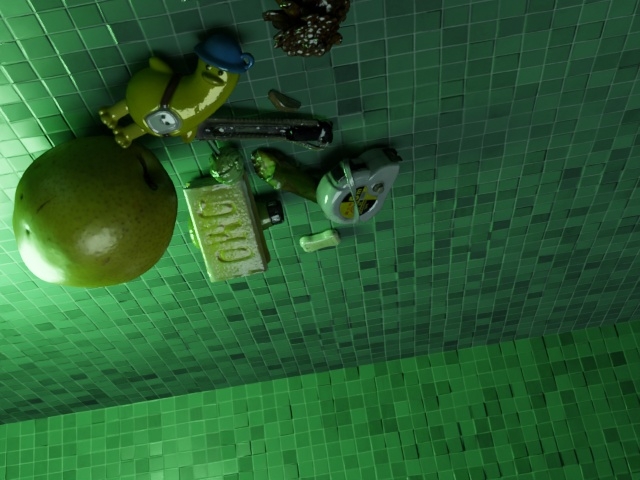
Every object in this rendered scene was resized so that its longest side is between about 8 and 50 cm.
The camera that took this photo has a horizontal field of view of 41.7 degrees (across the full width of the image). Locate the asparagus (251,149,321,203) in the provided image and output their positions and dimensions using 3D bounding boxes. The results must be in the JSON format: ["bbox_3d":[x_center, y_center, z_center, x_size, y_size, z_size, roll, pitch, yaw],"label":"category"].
[{"bbox_3d":[-0.048,-0.152,2.244,0.343,0.085,0.082,26,113,-43],"label":"asparagus"}]

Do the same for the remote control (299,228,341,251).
[{"bbox_3d":[0.000,0.000,2.581,0.122,0.032,0.074,-14,151,11],"label":"remote control"}]

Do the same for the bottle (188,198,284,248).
[{"bbox_3d":[-0.230,-0.053,2.334,0.260,0.112,0.112,-13,151,7],"label":"bottle"}]

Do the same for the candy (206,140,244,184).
[{"bbox_3d":[-0.274,-0.250,2.011,0.093,0.092,0.335,-50,143,-13],"label":"candy"}]

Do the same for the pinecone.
[{"bbox_3d":[-0.023,-0.447,1.610,0.150,0.195,0.179,21,180,16],"label":"pinecone"}]

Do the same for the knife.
[{"bbox_3d":[-0.126,-0.256,2.012,0.365,0.043,0.089,-1,122,-26],"label":"knife"}]

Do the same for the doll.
[{"bbox_3d":[-0.297,-0.313,1.803,0.363,0.145,0.199,-23,116,19],"label":"doll"}]

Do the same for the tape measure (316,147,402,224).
[{"bbox_3d":[0.088,-0.132,2.217,0.197,0.120,0.236,-6,136,-30],"label":"tape measure"}]

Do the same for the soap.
[{"bbox_3d":[-0.248,-0.037,2.234,0.173,0.089,0.274,-12,112,6],"label":"soap"}]

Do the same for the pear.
[{"bbox_3d":[-0.533,-0.062,1.978,0.418,0.362,0.362,-25,148,22],"label":"pear"}]

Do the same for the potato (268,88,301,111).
[{"bbox_3d":[-0.087,-0.316,1.974,0.093,0.036,0.037,19,138,-42],"label":"potato"}]
